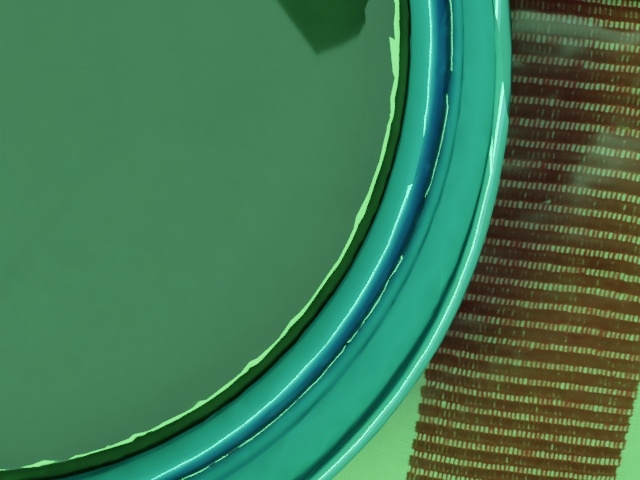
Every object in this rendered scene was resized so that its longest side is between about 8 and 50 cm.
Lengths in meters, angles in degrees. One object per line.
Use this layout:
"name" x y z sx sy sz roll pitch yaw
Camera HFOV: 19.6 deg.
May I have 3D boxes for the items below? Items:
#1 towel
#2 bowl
"towel" 0.000 0.000 0.703 0.329 0.037 0.237 9 119 2
"bowl" -0.134 -0.062 0.608 0.391 0.077 0.391 1 104 2
